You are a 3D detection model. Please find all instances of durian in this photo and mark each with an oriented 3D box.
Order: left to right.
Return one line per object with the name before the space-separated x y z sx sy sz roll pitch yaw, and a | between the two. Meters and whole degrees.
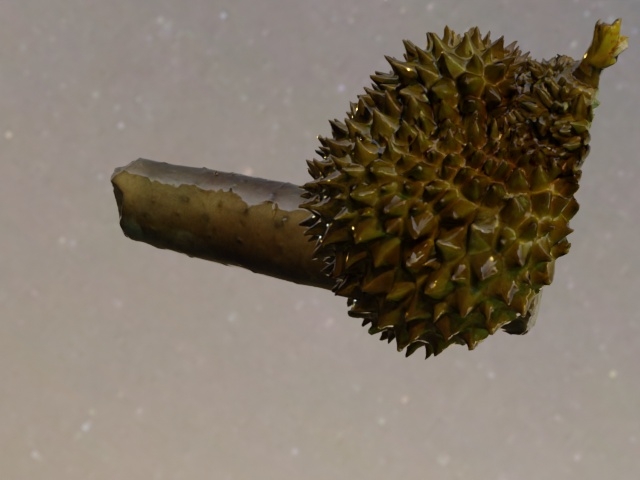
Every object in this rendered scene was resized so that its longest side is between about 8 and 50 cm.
durian | 0.063 -0.031 0.764 0.102 0.146 0.208 15 -42 -38

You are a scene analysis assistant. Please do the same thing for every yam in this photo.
yam | 0.000 0.000 1.115 0.317 0.067 0.071 13 -54 21
